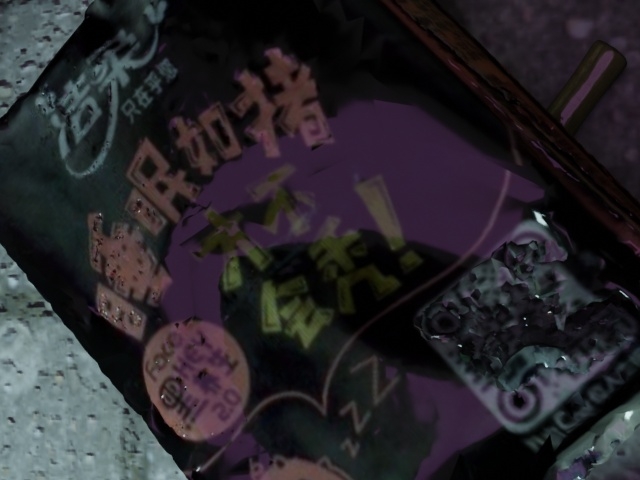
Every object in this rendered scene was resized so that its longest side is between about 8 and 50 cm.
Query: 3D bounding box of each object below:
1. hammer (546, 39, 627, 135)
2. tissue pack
[{"bbox_3d":[0.093,-0.013,0.557,0.062,0.013,0.198,39,105,17],"label":"hammer"},{"bbox_3d":[0.000,0.000,0.530,0.245,0.123,0.332,-46,71,11],"label":"tissue pack"}]
